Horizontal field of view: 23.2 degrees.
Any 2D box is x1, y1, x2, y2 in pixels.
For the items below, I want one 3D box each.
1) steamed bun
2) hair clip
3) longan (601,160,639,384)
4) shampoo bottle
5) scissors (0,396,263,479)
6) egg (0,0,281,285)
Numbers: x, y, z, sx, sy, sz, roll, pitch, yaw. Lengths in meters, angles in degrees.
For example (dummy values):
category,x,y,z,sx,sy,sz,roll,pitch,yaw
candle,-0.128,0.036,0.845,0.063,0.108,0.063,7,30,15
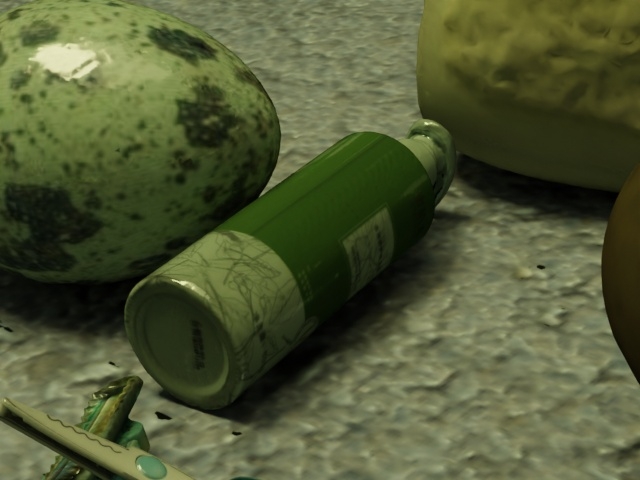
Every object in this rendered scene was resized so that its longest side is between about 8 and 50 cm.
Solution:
category,x,y,z,sx,sy,sz,roll,pitch,yaw
steamed bun,0.184,-0.172,0.781,0.290,0.272,0.273,0,27,16
hair clip,-0.095,0.099,0.526,0.049,0.049,0.173,3,23,14
longan,0.193,0.007,0.540,0.185,0.159,0.204,4,21,32
shampoo bottle,0.000,0.000,0.689,0.065,0.065,0.204,13,33,31
scissors,-0.055,0.083,0.528,0.119,0.014,0.058,28,29,-4
egg,-0.100,-0.045,0.708,0.172,0.132,0.132,-2,26,22
